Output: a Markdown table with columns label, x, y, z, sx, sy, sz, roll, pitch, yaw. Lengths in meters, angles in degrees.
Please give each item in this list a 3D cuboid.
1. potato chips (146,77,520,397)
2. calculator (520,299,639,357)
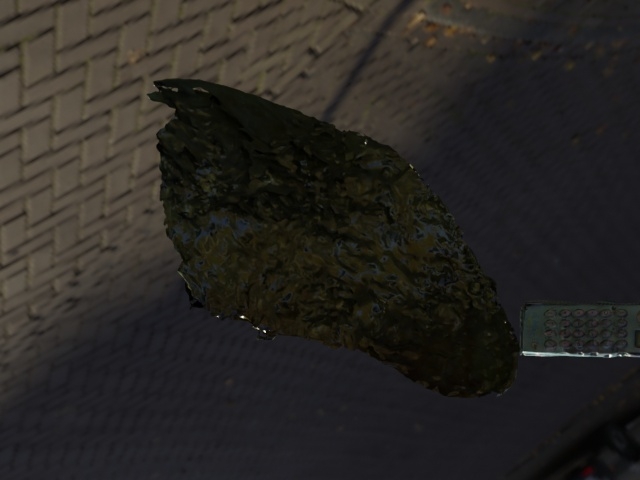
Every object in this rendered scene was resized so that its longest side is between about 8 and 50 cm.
| label | x | y | z | sx | sy | sz | roll | pitch | yaw |
| --- | --- | --- | --- | --- | --- | --- | --- | --- | --- |
| potato chips | 0.000 | 0.000 | 0.547 | 0.142 | 0.209 | 0.026 | -28 | 164 | -30 |
| calculator | 0.274 | 0.082 | 1.124 | 0.172 | 0.057 | 0.018 | 0 | 167 | 16 |
